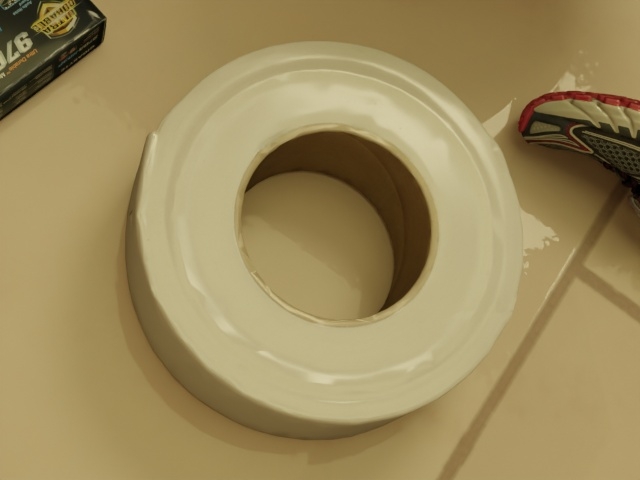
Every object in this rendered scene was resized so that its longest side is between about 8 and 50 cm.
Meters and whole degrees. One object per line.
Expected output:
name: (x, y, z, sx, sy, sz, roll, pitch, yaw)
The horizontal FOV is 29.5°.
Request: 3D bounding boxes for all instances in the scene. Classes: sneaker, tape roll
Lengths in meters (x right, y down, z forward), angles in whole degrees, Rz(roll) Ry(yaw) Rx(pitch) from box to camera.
sneaker: (0.295, -0.034, 0.974, 0.299, 0.121, 0.112, 26, 100, 3)
tape roll: (0.000, 0.000, 0.894, 0.286, 0.100, 0.286, 4, 74, -13)

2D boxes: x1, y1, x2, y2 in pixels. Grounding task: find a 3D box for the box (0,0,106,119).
box: (-0.296, -0.155, 0.891, 0.175, 0.051, 0.220, 46, 69, 2)
